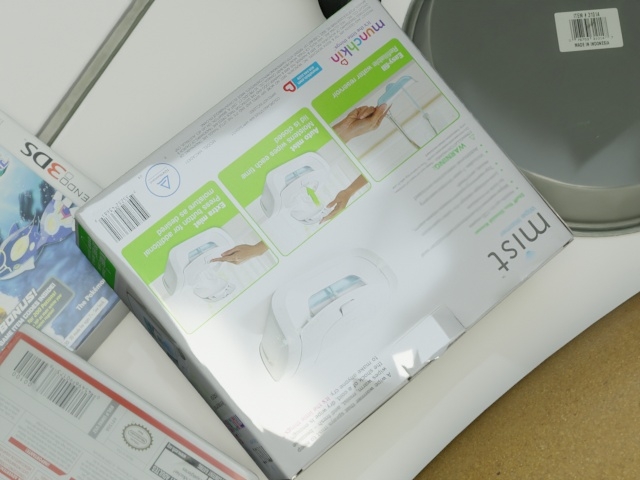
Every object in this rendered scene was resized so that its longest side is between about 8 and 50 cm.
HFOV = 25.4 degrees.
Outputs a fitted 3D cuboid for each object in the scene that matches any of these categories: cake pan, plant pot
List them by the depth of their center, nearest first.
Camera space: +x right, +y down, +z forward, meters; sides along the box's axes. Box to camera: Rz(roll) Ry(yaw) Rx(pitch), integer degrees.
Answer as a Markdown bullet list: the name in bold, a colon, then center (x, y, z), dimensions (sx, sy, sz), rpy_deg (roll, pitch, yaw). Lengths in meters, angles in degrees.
- **plant pot**: center (0.181, 0.174, 0.924), dimensions (0.254, 0.237, 0.237), rpy_deg (-27, 73, 6)
- **cake pan**: center (0.208, -0.148, 1.107), dimensions (0.293, 0.054, 0.293), rpy_deg (0, 71, 1)

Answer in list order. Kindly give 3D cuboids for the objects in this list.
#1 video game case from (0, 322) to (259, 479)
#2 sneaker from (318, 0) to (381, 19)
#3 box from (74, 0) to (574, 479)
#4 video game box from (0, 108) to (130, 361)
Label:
- **video game case**: center (-0.202, 0.224, 0.955), dimensions (0.204, 0.025, 0.285), rpy_deg (33, 73, 8)
- **sneaker**: center (-0.036, -0.279, 1.144), dimensions (0.124, 0.107, 0.283), rpy_deg (-19, 68, 10)
- **box**: center (0.000, 0.000, 0.996), dimensions (0.262, 0.127, 0.231), rpy_deg (-40, 89, -13)
- **video game box**: center (-0.243, 0.026, 1.057), dimensions (0.187, 0.048, 0.205), rpy_deg (36, 75, 13)
